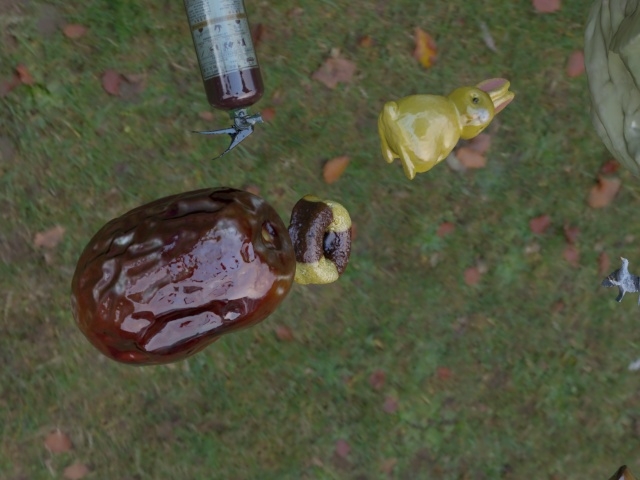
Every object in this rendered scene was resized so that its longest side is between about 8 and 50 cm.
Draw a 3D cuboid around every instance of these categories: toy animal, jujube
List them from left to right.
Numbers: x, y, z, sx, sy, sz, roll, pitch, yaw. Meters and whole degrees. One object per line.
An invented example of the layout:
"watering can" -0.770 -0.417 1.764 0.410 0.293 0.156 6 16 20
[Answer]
"jujube" -0.154 0.037 1.209 0.243 0.183 0.183 -26 123 24
"toy animal" 0.138 -0.132 1.176 0.159 0.070 0.083 -23 127 -17
"toy animal" 0.349 0.044 1.321 0.028 0.084 0.050 -22 110 -11

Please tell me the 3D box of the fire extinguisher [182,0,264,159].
"fire extinguisher" -0.123 -0.213 1.327 0.099 0.071 0.231 -13 95 -9

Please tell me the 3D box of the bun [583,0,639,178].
"bun" 0.324 -0.125 0.854 0.213 0.361 0.361 -34 120 2

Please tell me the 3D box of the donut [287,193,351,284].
"donut" 0.000 0.000 1.726 0.140 0.059 0.140 -14 107 -54

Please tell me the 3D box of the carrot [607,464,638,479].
"carrot" 0.072 0.187 0.351 0.196 0.196 0.254 14 147 -23
